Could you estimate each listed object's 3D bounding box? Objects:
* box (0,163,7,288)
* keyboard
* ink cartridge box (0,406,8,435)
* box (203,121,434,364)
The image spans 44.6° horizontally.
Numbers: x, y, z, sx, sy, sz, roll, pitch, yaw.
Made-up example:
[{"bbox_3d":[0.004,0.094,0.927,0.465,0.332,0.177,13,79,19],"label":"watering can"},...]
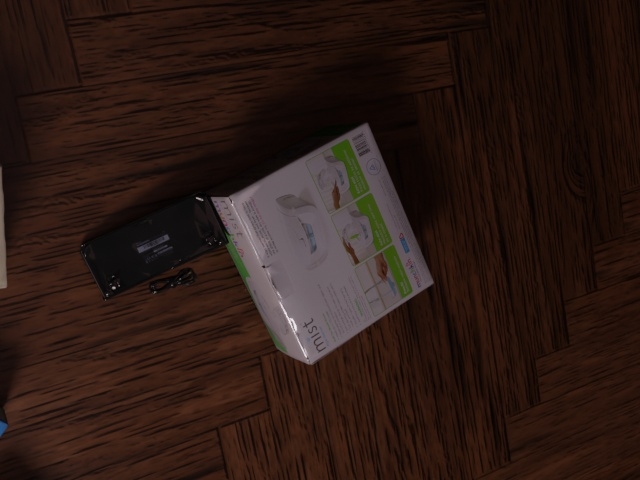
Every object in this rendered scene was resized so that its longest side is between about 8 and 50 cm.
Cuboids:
[{"bbox_3d":[-0.511,-0.013,0.844,0.311,0.121,0.148,-2,96,-27],"label":"box"},{"bbox_3d":[-0.212,0.018,1.029,0.180,0.023,0.108,-25,99,-4],"label":"keyboard"},{"bbox_3d":[-0.487,0.254,0.900,0.148,0.086,0.203,39,76,-24],"label":"ink cartridge box"},{"bbox_3d":[0.000,0.000,1.102,0.231,0.127,0.262,-32,108,-20],"label":"box"}]
